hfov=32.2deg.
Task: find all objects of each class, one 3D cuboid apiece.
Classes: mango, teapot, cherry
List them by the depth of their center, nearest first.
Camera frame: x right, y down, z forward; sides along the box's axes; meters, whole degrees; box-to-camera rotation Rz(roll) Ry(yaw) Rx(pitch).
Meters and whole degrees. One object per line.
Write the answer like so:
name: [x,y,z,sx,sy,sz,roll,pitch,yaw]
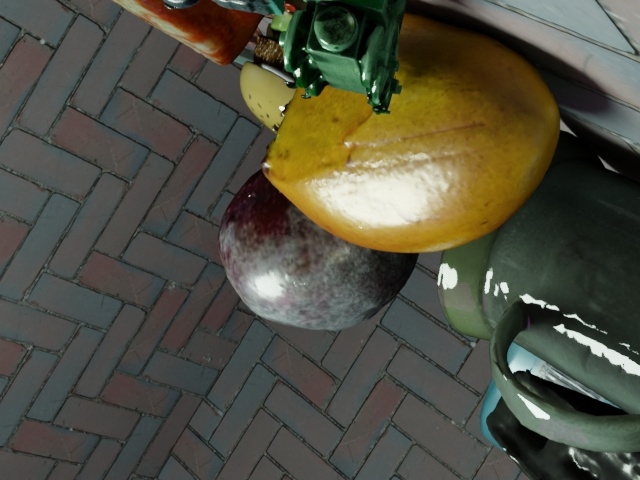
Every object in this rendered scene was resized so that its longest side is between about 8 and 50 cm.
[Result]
mango: [0.079,-0.076,0.842,0.138,0.187,0.257,5,-171,-36]
teapot: [0.258,0.071,0.856,0.337,0.270,0.200,31,137,41]
cherry: [0.007,-0.002,1.051,0.195,0.195,0.195,32,-177,-2]

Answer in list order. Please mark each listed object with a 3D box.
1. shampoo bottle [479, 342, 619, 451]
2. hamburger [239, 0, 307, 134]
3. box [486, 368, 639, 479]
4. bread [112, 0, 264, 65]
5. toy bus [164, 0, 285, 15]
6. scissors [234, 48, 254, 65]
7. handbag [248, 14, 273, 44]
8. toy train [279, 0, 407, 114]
shampoo bottle: [0.419,0.200,1.348,0.343,0.331,0.331,34,-177,23]
hamburger: [-0.003,-0.159,1.094,0.175,0.137,0.175,34,180,0]
box: [0.346,0.245,0.936,0.350,0.091,0.359,23,-170,-32]
bread: [-0.192,-0.283,1.001,0.328,0.114,0.295,30,-177,-6]
toy bus: [-0.126,-0.229,0.695,0.262,0.109,0.091,30,-179,12]
scissors: [-0.057,-0.212,1.361,0.193,0.029,0.447,-7,-155,-42]
handbag: [-0.166,-0.322,1.419,0.212,0.059,0.157,29,-179,-26]
toy train: [0.023,-0.140,0.705,0.071,0.104,0.178,15,180,6]
